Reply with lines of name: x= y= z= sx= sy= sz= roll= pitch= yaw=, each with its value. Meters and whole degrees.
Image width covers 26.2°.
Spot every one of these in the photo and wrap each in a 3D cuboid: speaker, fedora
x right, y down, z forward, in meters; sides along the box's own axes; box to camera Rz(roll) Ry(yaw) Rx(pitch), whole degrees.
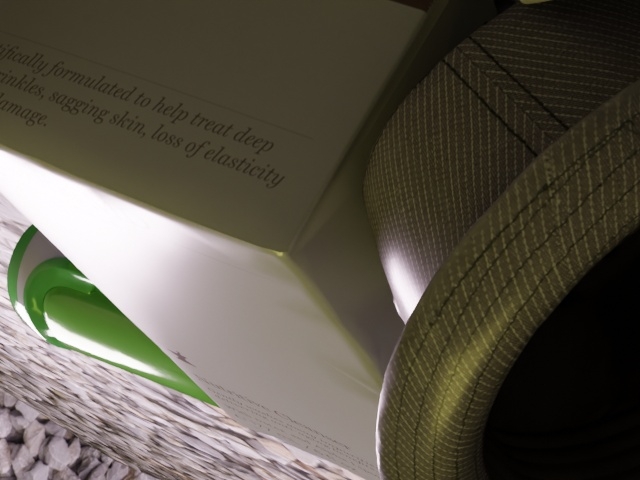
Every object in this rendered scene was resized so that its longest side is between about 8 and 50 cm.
speaker: x=-0.120 y=0.056 z=1.113 sx=0.297 sy=0.131 sz=0.131 roll=16 pitch=159 yaw=38
fedora: x=0.111 y=0.003 z=0.503 sx=0.275 sy=0.243 sz=0.124 roll=28 pitch=-160 yaw=-51

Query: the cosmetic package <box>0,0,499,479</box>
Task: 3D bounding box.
cosmetic package: x=0.000 y=0.000 z=0.701 sx=0.217 sy=0.156 sz=0.385 roll=21 pitch=163 yaw=31

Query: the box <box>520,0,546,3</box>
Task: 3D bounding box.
box: x=-0.017 y=-0.185 z=0.345 sx=0.324 sy=0.063 sz=0.067 roll=37 pitch=163 yaw=-26
